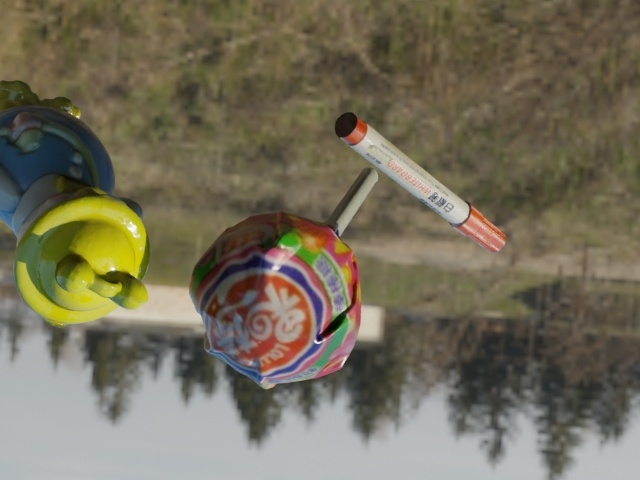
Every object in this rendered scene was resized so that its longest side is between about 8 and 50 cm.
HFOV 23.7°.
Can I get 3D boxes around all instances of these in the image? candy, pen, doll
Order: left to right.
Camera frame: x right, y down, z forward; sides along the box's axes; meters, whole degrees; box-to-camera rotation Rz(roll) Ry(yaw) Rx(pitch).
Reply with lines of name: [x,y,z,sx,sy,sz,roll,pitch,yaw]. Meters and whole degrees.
doll: [-0.182,-0.023,1.054,0.099,0.135,0.241,-33,-140,-4]
candy: [0.000,0.000,1.163,0.124,0.124,0.365,4,-160,12]
pen: [0.095,-0.049,1.388,0.028,0.028,0.239,2,156,45]
